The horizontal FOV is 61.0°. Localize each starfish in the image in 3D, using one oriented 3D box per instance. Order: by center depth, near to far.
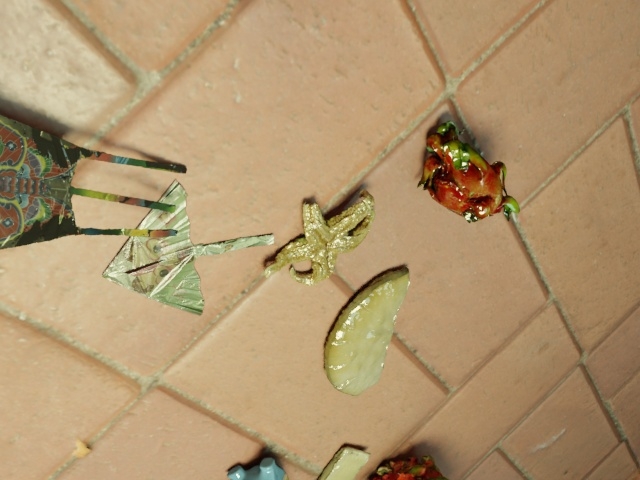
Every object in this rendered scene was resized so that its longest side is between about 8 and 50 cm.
[{"bbox_3d":[0.004,0.004,0.854,0.210,0.053,0.150,-26,123,-13],"label":"starfish"}]

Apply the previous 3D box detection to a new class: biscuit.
[{"bbox_3d":[0.074,0.182,1.006,0.142,0.038,0.289,1,116,-31],"label":"biscuit"}]

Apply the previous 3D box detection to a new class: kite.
[{"bbox_3d":[-0.273,-0.057,0.612,0.286,0.015,0.152,3,91,-48],"label":"kite"},{"bbox_3d":[-0.182,0.017,0.778,0.250,0.012,0.229,-15,124,-25],"label":"kite"}]

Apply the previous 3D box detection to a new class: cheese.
[{"bbox_3d":[-0.031,0.613,1.197,0.085,0.034,0.400,28,100,-39],"label":"cheese"}]

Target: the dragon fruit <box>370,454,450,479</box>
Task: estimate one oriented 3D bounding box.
[{"bbox_3d":[0.220,0.634,1.192,0.231,0.302,0.237,-29,139,21],"label":"dragon fruit"}]

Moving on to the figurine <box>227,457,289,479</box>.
[{"bbox_3d":[-0.137,0.538,1.037,0.180,0.154,0.261,-10,104,-16],"label":"figurine"}]

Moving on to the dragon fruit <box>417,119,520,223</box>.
[{"bbox_3d":[0.227,-0.101,0.872,0.142,0.138,0.174,-20,116,8],"label":"dragon fruit"}]
